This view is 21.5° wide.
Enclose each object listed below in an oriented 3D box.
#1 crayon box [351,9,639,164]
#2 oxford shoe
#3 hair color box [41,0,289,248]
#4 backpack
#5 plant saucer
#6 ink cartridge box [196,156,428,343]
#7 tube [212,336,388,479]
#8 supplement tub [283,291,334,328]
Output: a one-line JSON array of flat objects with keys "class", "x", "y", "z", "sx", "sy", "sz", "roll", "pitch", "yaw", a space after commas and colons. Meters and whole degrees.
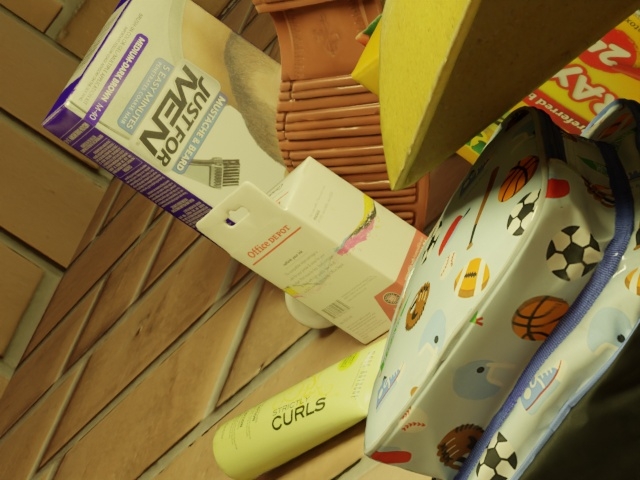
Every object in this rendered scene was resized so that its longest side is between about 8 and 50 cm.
[{"class": "crayon box", "x": 0.163, "y": -0.132, "z": 1.275, "sx": 0.318, "sy": 0.202, "sz": 0.081, "roll": -33, "pitch": 27, "yaw": 60}, {"class": "oxford shoe", "x": 0.033, "y": -0.172, "z": 1.497, "sx": 0.140, "sy": 0.397, "sz": 0.146, "roll": 1, "pitch": 35, "yaw": 19}, {"class": "hair color box", "x": -0.104, "y": -0.111, "z": 1.818, "sx": 0.185, "sy": 0.339, "sz": 0.110, "roll": -61, "pitch": 17, "yaw": -21}, {"class": "backpack", "x": 0.150, "y": 0.050, "z": 0.933, "sx": 0.276, "sy": 0.213, "sz": 0.263, "roll": -53, "pitch": 4, "yaw": 25}, {"class": "plant saucer", "x": 0.156, "y": -0.196, "z": 0.821, "sx": 0.333, "sy": 0.081, "sz": 0.333, "roll": -38, "pitch": -11, "yaw": -16}, {"class": "ink cartridge box", "x": 0.000, "y": 0.000, "z": 1.517, "sx": 0.115, "sy": 0.198, "sz": 0.067, "roll": -37, "pitch": 24, "yaw": 52}, {"class": "tube", "x": -0.010, "y": 0.153, "z": 1.509, "sx": 0.240, "sy": 0.062, "sz": 0.070, "roll": -33, "pitch": 67, "yaw": 47}, {"class": "supplement tub", "x": -0.004, "y": 0.040, "z": 1.704, "sx": 0.071, "sy": 0.071, "sz": 0.107, "roll": -53, "pitch": 15, "yaw": 11}]
